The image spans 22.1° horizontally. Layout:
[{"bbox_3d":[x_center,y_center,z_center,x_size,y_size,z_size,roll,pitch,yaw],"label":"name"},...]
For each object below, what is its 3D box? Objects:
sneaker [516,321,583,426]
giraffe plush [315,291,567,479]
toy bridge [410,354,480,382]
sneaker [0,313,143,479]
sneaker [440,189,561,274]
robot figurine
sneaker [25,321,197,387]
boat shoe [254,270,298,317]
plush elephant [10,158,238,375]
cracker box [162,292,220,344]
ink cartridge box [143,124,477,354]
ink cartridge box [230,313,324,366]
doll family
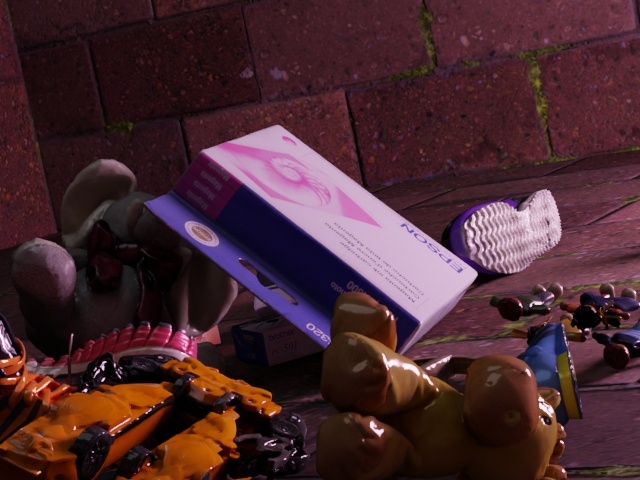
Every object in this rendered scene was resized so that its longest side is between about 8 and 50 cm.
[{"bbox_3d":[0.189,0.122,1.472,0.082,0.069,0.209,-14,6,10],"label":"sneaker"},{"bbox_3d":[0.097,0.142,1.221,0.170,0.181,0.210,0,-26,10],"label":"giraffe plush"},{"bbox_3d":[0.116,0.134,1.668,0.188,0.026,0.063,-6,7,37],"label":"toy bridge"},{"bbox_3d":[-0.257,0.149,1.516,0.321,0.180,0.124,-10,7,10],"label":"sneaker"},{"bbox_3d":[0.229,0.000,2.340,0.146,0.102,0.293,-12,1,30],"label":"sneaker"},{"bbox_3d":[-0.135,0.173,1.340,0.211,0.085,0.291,23,18,18],"label":"robot figurine"},{"bbox_3d":[-0.261,0.177,1.637,0.299,0.112,0.121,-21,-33,19],"label":"sneaker"},{"bbox_3d":[0.046,0.035,2.193,0.301,0.102,0.108,-10,-18,30],"label":"boat shoe"},{"bbox_3d":[-0.224,0.037,1.961,0.255,0.272,0.330,-62,12,-22],"label":"plush elephant"},{"bbox_3d":[-0.242,0.073,2.222,0.067,0.156,0.232,-17,9,-41],"label":"cracker box"},{"bbox_3d":[0.000,0.000,1.910,0.071,0.324,0.330,-56,-10,21],"label":"ink cartridge box"},{"bbox_3d":[0.004,0.104,2.022,0.207,0.046,0.097,-14,8,-26],"label":"ink cartridge box"},{"bbox_3d":[0.261,0.086,1.638,0.193,0.076,0.111,-3,5,33],"label":"doll family"}]
